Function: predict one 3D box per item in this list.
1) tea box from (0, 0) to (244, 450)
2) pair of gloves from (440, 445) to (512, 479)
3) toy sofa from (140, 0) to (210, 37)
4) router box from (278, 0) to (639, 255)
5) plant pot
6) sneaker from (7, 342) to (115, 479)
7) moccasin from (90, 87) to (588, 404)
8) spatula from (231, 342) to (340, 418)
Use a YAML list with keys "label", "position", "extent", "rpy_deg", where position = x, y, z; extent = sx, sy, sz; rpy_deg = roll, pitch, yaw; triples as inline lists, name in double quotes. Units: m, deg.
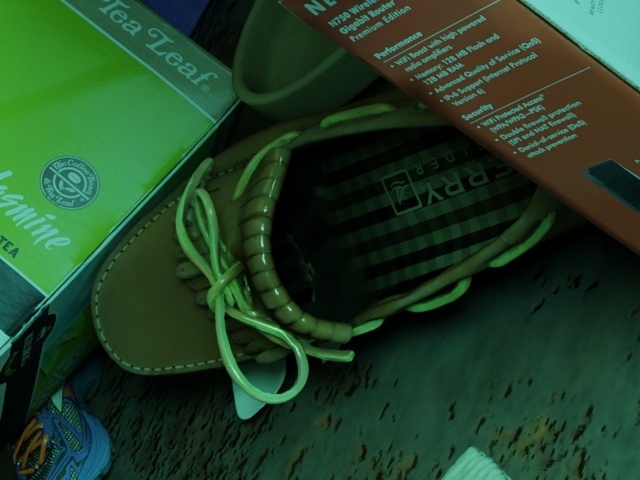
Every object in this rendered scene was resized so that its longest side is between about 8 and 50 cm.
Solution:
- label: "tea box"
  position: [-0.280, -0.049, 1.210]
  extent: [0.323, 0.329, 0.220]
  rpy_deg: [-48, -8, -27]
- label: "pair of gloves"
  position: [0.045, 0.224, 0.851]
  extent: [0.204, 0.042, 0.240]
  rpy_deg: [-50, 29, 13]
- label: "toy sofa"
  position: [-0.177, -0.163, 1.500]
  extent: [0.177, 0.150, 0.363]
  rpy_deg: [17, 76, 57]
- label: "router box"
  position: [0.157, -0.164, 0.793]
  extent: [0.082, 0.301, 0.335]
  rpy_deg: [-24, 43, 48]
- label: "plant pot"
  position: [0.059, -0.153, 1.135]
  extent: [0.237, 0.109, 0.237]
  rpy_deg: [-43, 24, 24]
- label: "sneaker"
  position: [-0.208, 0.127, 1.314]
  extent: [0.083, 0.087, 0.221]
  rpy_deg: [-49, 29, 18]
- label: "moccasin"
  position: [0.001, 0.003, 1.012]
  extent: [0.380, 0.139, 0.147]
  rpy_deg: [-15, 8, 39]
- label: "spatula"
  position: [0.000, -0.007, 1.191]
  extent: [0.168, 0.019, 0.242]
  rpy_deg: [-42, 31, 28]
